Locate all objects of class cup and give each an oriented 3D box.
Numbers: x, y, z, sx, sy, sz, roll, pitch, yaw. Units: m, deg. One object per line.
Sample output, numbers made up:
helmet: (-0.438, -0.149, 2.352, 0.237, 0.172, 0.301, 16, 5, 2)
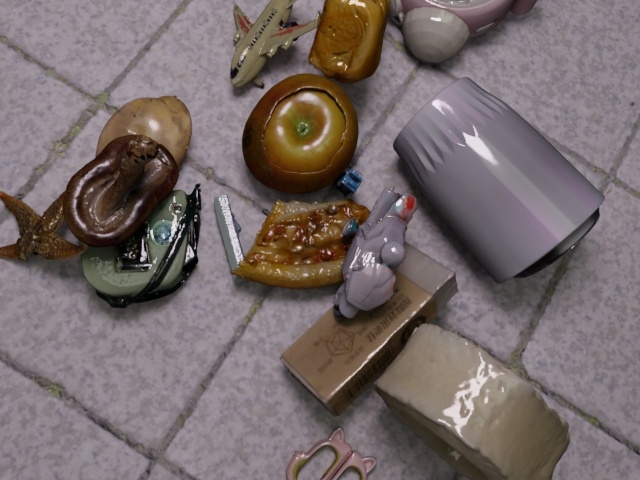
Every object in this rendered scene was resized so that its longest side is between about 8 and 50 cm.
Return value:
cup: (0.337, -0.118, 1.139, 0.253, 0.253, 0.371, -38, 81, -14)

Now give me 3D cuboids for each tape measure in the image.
tape measure: (-0.321, 0.013, 1.084, 0.235, 0.115, 0.207, -11, 76, -10)

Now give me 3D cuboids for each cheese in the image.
cheese: (0.258, 0.304, 0.989, 0.332, 0.292, 0.153, 46, 75, -26)

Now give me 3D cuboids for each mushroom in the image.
mushroom: (-0.321, -0.103, 0.949, 0.148, 0.217, 0.227, 34, 68, -14)

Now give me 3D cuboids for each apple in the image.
apple: (-0.038, -0.208, 1.125, 0.237, 0.207, 0.236, 2, 77, -8)

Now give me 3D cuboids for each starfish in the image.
starfish: (-0.507, -0.030, 1.064, 0.248, 0.050, 0.138, -1, 82, 22)

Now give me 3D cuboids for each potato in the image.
potato: (-0.349, -0.187, 1.120, 0.235, 0.128, 0.161, -39, 82, -9)

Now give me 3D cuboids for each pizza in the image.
pizza: (0.000, 0.000, 1.133, 0.366, 0.074, 0.182, -7, 85, -17)

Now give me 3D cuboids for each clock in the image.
clock: (0.283, -0.588, 1.282, 0.326, 0.184, 0.342, -27, 76, -9)

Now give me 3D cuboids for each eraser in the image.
eraser: (0.096, 0.157, 1.094, 0.343, 0.078, 0.144, -41, 49, -15)

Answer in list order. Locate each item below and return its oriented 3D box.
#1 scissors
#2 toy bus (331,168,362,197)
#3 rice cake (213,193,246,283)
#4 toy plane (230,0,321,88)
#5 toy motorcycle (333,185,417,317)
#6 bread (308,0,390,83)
scissors: (-0.032, 0.493, 1.052, 0.160, 0.024, 0.317, 42, 75, 3)
toy bus: (0.054, -0.116, 1.166, 0.038, 0.083, 0.046, 38, 84, -9)
rice cake: (-0.173, -0.004, 1.149, 0.042, 0.030, 0.180, -15, 79, -7)
toy plane: (-0.114, -0.428, 1.208, 0.242, 0.104, 0.256, 22, 90, 34)
toy motorcycle: (0.104, 0.024, 1.040, 0.110, 0.171, 0.260, 30, 79, -17)
bread: (0.064, -0.421, 1.149, 0.132, 0.166, 0.294, 11, 32, 5)
